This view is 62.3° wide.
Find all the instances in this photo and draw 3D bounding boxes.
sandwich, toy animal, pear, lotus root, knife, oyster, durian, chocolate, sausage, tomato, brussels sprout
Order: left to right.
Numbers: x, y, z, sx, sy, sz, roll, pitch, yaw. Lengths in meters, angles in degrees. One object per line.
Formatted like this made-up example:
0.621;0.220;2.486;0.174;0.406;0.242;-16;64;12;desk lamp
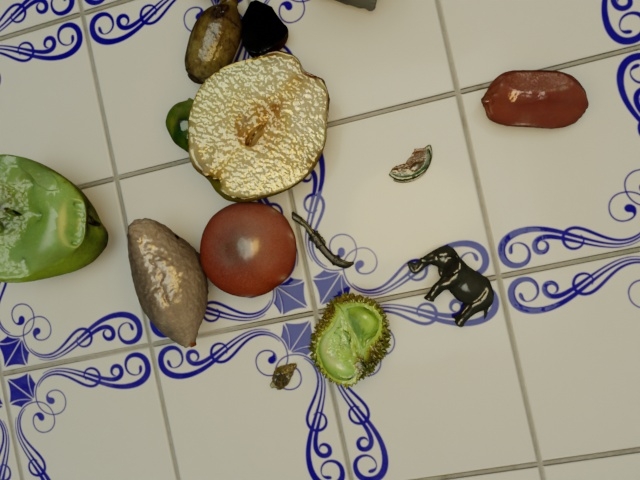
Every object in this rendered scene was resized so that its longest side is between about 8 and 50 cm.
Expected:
-0.752;-0.039;1.478;0.318;0.238;0.342;11;87;-4;pear
-0.397;0.112;1.419;0.188;0.226;0.358;-15;89;-3;toy animal
-0.353;-0.317;1.456;0.152;0.122;0.149;24;97;9;brussels sprout
-0.286;-0.549;1.437;0.145;0.128;0.260;29;95;48;lotus root
-0.190;0.023;1.391;0.256;0.224;0.255;-1;88;18;tomato
-0.157;-0.283;1.385;0.340;0.191;0.386;43;84;-3;pear
-0.150;-0.566;1.446;0.125;0.080;0.148;-2;83;-2;chocolate
-0.106;0.375;1.473;0.051;0.034;0.093;26;90;0;oyster
-0.004;0.005;1.456;0.222;0.021;0.045;41;97;2;knife
0.079;0.252;1.370;0.200;0.176;0.237;21;88;18;durian
0.250;-0.200;1.411;0.135;0.029;0.067;-42;85;7;sandwich
0.339;0.110;1.371;0.245;0.114;0.146;36;103;-15;toy animal
0.527;-0.352;1.313;0.254;0.148;0.148;-2;90;7;sausage

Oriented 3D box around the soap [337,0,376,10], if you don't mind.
0.100;-0.821;1.284;0.213;0.350;0.435;17;95;0;soap
